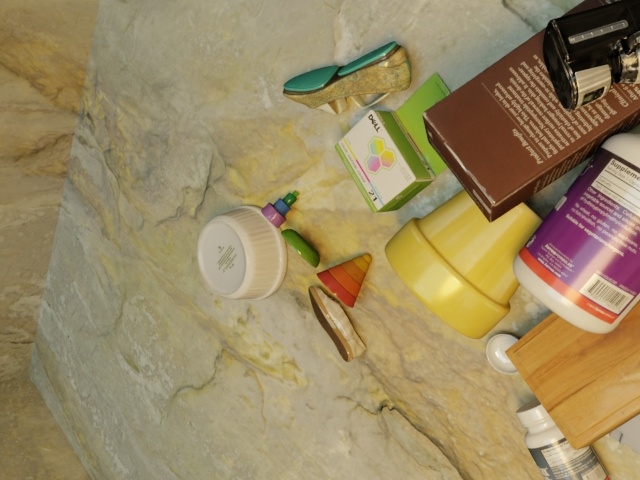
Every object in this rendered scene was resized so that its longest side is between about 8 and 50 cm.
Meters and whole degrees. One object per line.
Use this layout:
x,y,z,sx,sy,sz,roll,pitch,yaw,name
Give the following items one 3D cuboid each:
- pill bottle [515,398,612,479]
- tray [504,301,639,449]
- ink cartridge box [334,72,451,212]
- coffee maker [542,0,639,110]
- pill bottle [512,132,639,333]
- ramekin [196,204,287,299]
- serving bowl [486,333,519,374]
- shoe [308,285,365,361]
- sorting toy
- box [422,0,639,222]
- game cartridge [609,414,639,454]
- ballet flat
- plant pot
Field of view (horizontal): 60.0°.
0.448,0.389,1.038,0.108,0.108,0.180,-38,72,38,pill bottle
0.521,0.146,0.911,0.411,0.076,0.203,-51,51,28,tray
0.178,-0.207,1.180,0.255,0.097,0.188,-41,71,38,ink cartridge box
0.404,-0.278,0.761,0.178,0.120,0.171,-14,53,12,coffee maker
0.453,-0.030,0.832,0.181,0.181,0.323,42,112,28,pill bottle
-0.230,0.040,1.548,0.273,0.127,0.272,7,101,40,ramekin
0.380,0.227,1.122,0.083,0.027,0.083,8,103,40,serving bowl
0.038,0.202,1.399,0.219,0.058,0.076,58,159,23,shoe
0.000,0.000,1.385,0.126,0.127,0.365,-45,62,4,sorting toy
0.375,-0.217,0.877,0.381,0.143,0.191,-33,73,6,box
0.649,0.307,0.891,0.294,0.060,0.196,24,115,35,game cartridge
0.056,-0.347,1.263,0.349,0.123,0.123,-4,94,43,ballet flat
0.291,0.013,1.040,0.239,0.254,0.254,-49,65,17,plant pot
